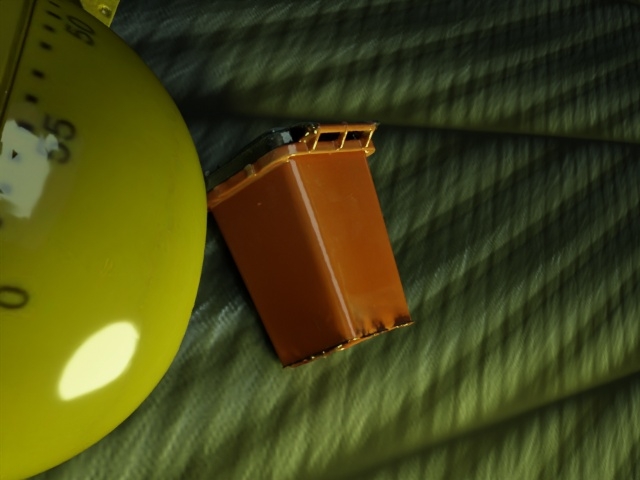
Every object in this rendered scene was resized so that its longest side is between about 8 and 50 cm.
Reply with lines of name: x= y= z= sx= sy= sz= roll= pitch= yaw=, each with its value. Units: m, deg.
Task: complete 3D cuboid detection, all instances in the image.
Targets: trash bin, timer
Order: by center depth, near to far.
timer: x=-0.280 y=-0.015 z=0.575 sx=0.387 sy=0.376 sz=0.376 roll=15 pitch=51 yaw=-23
trash bin: x=0.000 y=0.000 z=0.960 sx=0.161 sy=0.184 sz=0.238 roll=-10 pitch=75 yaw=-48

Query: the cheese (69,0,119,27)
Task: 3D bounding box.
cheese: x=-0.257 y=-0.244 z=0.948 sx=0.126 sy=0.093 sz=0.171 roll=14 pitch=54 yaw=-39
